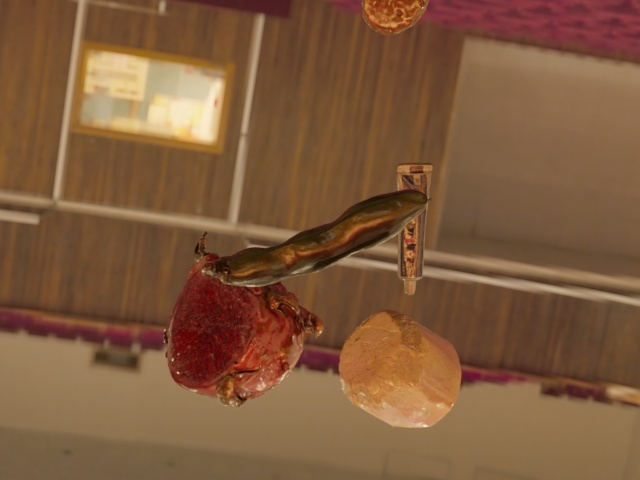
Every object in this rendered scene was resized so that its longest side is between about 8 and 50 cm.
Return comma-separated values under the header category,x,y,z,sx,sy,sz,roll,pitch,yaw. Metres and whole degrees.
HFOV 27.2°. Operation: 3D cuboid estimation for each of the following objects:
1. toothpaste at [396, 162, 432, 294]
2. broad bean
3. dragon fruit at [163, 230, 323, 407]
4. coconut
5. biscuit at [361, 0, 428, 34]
category,x,y,z,sx,sy,sz,roll,pitch,yaw
toothpaste,0.134,-0.016,1.937,0.057,0.197,0.035,-2,-168,-16
broad bean,0.000,0.003,1.377,0.255,0.065,0.046,-20,-133,-9
dragon fruit,-0.112,0.126,1.930,0.147,0.211,0.282,30,-144,-42
coconut,0.090,0.144,1.429,0.122,0.116,0.116,33,174,-37
biscuit,0.022,-0.355,1.263,0.301,0.197,0.049,41,-174,-14
